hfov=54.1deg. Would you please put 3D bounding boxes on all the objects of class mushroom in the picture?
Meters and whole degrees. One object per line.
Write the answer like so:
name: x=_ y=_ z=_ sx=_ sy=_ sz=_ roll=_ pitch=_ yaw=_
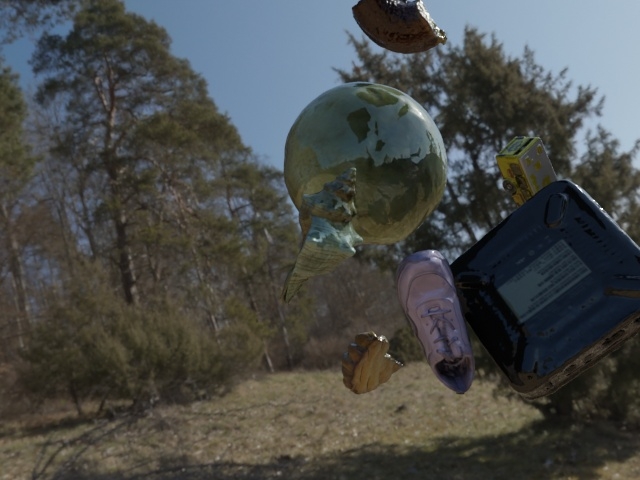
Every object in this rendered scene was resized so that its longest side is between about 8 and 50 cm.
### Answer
mushroom: x=0.091 y=-0.153 z=1.267 sx=0.351 sy=0.353 sz=0.260 roll=-14 pitch=-11 yaw=-27

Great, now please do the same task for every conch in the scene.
conch: x=0.012 y=-0.003 z=1.005 sx=0.114 sy=0.234 sz=0.137 roll=13 pitch=-7 yaw=1

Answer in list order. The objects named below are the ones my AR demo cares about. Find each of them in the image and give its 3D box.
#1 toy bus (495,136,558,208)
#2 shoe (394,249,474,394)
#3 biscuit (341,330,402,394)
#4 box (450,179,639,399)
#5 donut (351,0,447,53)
toy bus: x=0.408 y=-0.085 z=1.181 sx=0.081 sy=0.226 sz=0.074 roll=-40 pitch=23 yaw=-25
shoe: x=0.190 y=0.132 z=1.000 sx=0.095 sy=0.138 sz=0.245 roll=-20 pitch=-55 yaw=4
biscuit: x=0.086 y=0.235 z=1.209 sx=0.118 sy=0.061 sz=0.183 roll=-40 pitch=-35 yaw=-9
box: x=0.373 y=0.073 z=1.031 sx=0.290 sy=0.289 sz=0.073 roll=-41 pitch=-41 yaw=17
donut: x=0.173 y=-0.481 z=1.397 sx=0.144 sy=0.187 sz=0.126 roll=-37 pitch=-1 yaw=17
